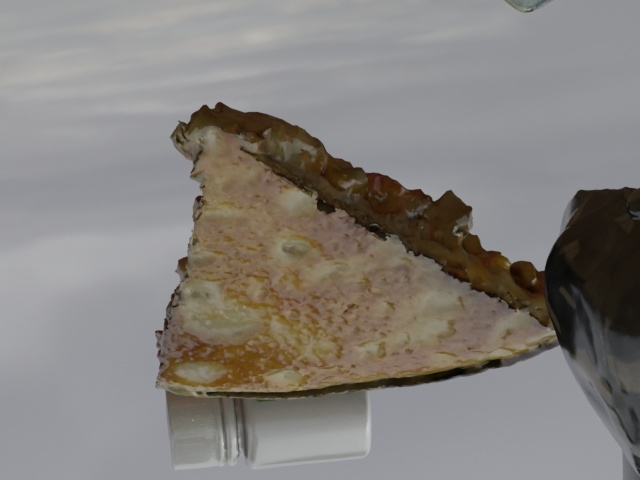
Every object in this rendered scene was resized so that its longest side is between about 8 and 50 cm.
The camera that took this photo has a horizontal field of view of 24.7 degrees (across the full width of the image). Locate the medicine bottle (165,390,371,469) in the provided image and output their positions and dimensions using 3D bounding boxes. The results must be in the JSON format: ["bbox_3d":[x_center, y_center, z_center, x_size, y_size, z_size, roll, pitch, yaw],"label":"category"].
[{"bbox_3d":[-0.064,0.204,1.741,0.236,0.139,0.139,-6,-168,-5],"label":"medicine bottle"}]

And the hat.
[{"bbox_3d":[0.276,0.174,1.125,0.257,0.382,0.366,21,170,-30],"label":"hat"}]

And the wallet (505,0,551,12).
[{"bbox_3d":[0.171,-0.227,1.030,0.155,0.039,0.110,-30,-125,-17],"label":"wallet"}]

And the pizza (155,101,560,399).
[{"bbox_3d":[0.000,0.000,1.356,0.439,0.406,0.130,-10,-134,16],"label":"pizza"}]
